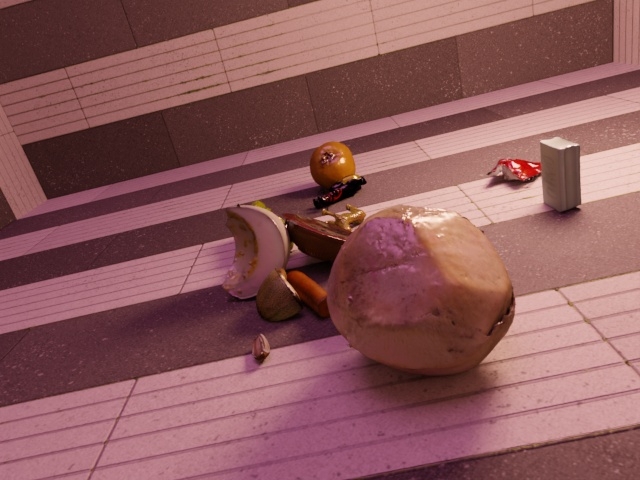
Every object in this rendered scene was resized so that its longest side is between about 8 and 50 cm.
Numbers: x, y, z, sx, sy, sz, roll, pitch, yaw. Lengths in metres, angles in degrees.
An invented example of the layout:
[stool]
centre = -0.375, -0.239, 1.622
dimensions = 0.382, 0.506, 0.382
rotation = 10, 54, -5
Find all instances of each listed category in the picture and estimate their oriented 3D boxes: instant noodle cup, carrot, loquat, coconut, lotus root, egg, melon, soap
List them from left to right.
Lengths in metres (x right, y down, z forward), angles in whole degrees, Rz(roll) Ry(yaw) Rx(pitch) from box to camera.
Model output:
[egg]
centre = -0.178, 0.022, 1.434
dimensions = 0.206, 0.271, 0.162
rotation = -5, 5, 13
[lotus root]
centre = -0.138, 0.253, 1.123
dimensions = 0.037, 0.030, 0.083
rotation = -46, 20, 5
[melon]
centre = -0.125, 0.143, 1.267
dimensions = 0.128, 0.079, 0.160
rotation = -42, 41, -1
[carrot]
centre = -0.035, 0.133, 1.289
dimensions = 0.067, 0.067, 0.225
rotation = -24, 27, -22
[instant noodle cup]
centre = 0.000, 0.000, 1.473
dimensions = 0.273, 0.091, 0.274
rotation = 18, 10, -3
[loquat]
centre = 0.052, -0.323, 2.103
dimensions = 0.207, 0.208, 0.208
rotation = -12, 23, 5
[coconut]
centre = 0.196, 0.104, 0.945
dimensions = 0.352, 0.353, 0.353
rotation = -12, 23, 5
[soap]
centre = 0.705, -0.194, 1.427
dimensions = 0.066, 0.198, 0.119
rotation = -14, 23, 2

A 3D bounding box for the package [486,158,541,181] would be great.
[package]
centre = 0.719, -0.266, 1.756
dimensions = 0.194, 0.071, 0.269
rotation = 26, 40, 37

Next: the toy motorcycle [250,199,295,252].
[toy motorcycle]
centre = -0.188, -0.034, 1.666
dimensions = 0.205, 0.143, 0.342
rotation = -16, 25, -7

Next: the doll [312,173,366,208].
[doll]
centre = 0.085, -0.208, 1.970
dimensions = 0.248, 0.088, 0.127
rotation = -28, 27, -21

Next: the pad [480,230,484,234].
[pad]
centre = 0.390, 0.023, 1.368
dimensions = 0.142, 0.003, 0.211
rotation = -6, 24, 19

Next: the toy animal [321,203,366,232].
[toy animal]
centre = 0.104, -0.074, 1.695
dimensions = 0.181, 0.073, 0.136
rotation = -17, 28, -39

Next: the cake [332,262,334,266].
[cake]
centre = 0.121, 0.110, 1.179
dimensions = 0.135, 0.135, 0.147
rotation = -25, 34, -23
